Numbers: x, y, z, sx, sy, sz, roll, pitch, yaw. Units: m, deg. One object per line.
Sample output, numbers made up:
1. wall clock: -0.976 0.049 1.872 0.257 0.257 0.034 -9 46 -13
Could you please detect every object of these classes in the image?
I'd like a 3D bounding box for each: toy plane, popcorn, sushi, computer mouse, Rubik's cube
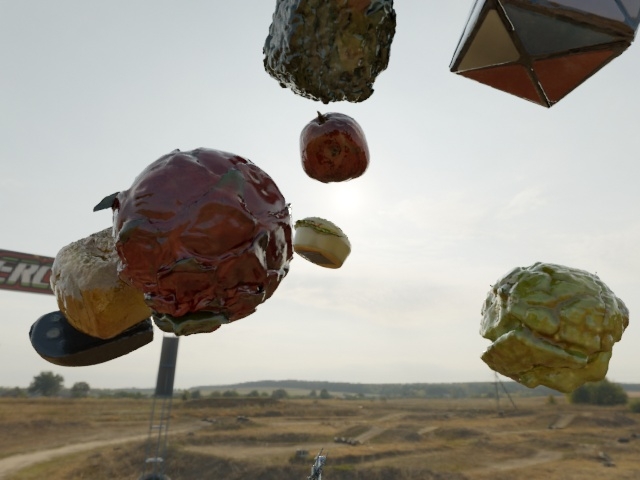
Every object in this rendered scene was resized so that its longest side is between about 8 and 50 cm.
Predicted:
1. toy plane: -0.005 0.421 0.736 0.024 0.077 0.084 31 18 -1
2. popcorn: 0.458 0.170 0.814 0.247 0.281 0.282 16 -16 19
3. sushi: 0.035 -0.512 0.984 0.294 0.351 0.178 6 18 -34
4. computer mouse: -0.564 0.238 1.016 0.270 0.170 0.100 -11 -48 -39
5. Rubik's cube: 0.511 -0.532 0.907 0.306 0.309 0.307 21 -6 4

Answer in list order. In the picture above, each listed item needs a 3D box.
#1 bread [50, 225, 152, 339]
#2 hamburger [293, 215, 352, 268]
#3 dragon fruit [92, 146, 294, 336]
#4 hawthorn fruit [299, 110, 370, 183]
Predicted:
1. bread: -0.452 0.046 0.954 0.337 0.328 0.147 -28 -50 -31
2. hamburger: 0.000 0.000 0.838 0.141 0.081 0.127 31 -21 -26
3. dragon fruit: -0.153 -0.009 0.559 0.245 0.244 0.298 -3 23 8
4. hawthorn fruit: 0.044 -0.342 1.479 0.276 0.275 0.299 -9 -52 21
